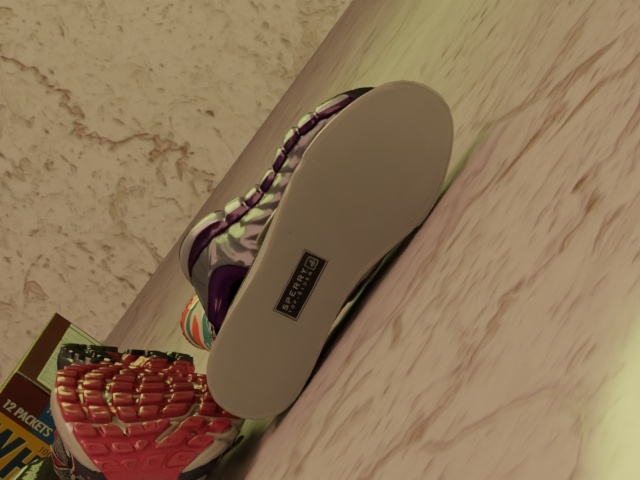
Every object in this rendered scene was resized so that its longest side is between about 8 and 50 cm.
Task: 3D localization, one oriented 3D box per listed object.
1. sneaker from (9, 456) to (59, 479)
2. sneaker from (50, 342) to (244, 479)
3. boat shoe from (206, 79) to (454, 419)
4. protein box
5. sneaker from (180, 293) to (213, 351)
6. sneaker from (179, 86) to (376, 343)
[{"bbox_3d":[-0.217,0.249,1.465,0.132,0.086,0.228,-44,23,42],"label":"sneaker"},{"bbox_3d":[-0.114,0.134,1.171,0.299,0.121,0.112,-168,84,-83],"label":"sneaker"},{"bbox_3d":[0.000,0.000,1.067,0.219,0.078,0.070,-56,7,8],"label":"boat shoe"},{"bbox_3d":[-0.294,0.216,1.917,0.200,0.136,0.201,-53,6,13],"label":"protein box"},{"bbox_3d":[-0.046,0.024,1.465,0.161,0.057,0.075,-55,23,-5],"label":"sneaker"},{"bbox_3d":[-0.010,-0.012,1.357,0.224,0.083,0.098,-44,44,26],"label":"sneaker"}]
